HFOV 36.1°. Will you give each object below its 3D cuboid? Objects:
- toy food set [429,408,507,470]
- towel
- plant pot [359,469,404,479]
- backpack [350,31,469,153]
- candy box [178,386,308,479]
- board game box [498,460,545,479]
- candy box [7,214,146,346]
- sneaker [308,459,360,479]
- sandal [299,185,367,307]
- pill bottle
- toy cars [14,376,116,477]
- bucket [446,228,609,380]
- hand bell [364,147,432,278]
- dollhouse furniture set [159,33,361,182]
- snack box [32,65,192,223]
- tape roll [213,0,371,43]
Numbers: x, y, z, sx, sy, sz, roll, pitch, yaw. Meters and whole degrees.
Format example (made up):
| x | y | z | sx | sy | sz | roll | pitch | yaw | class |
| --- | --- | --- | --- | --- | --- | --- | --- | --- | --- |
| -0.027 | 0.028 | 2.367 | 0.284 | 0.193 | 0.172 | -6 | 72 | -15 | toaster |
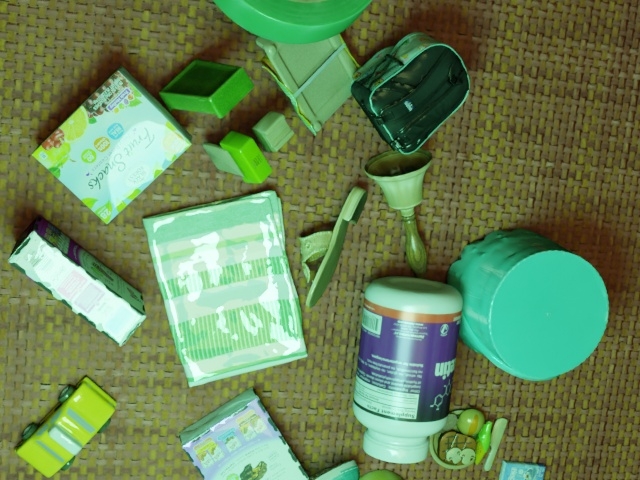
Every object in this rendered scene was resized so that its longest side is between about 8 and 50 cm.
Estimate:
| x | y | z | sx | sy | sz | roll | pitch | yaw | class |
| --- | --- | --- | --- | --- | --- | --- | --- | --- | --- |
| 0.277 | 0.395 | 1.949 | 0.192 | 0.038 | 0.132 | 14 | 97 | -15 | toy food set |
| -0.164 | 0.088 | 1.789 | 0.248 | 0.038 | 0.325 | -14 | 103 | -10 | towel |
| 0.125 | 0.527 | 1.908 | 0.134 | 0.095 | 0.134 | -2 | 100 | -13 | plant pot |
| 0.161 | -0.272 | 1.737 | 0.188 | 0.144 | 0.166 | -39 | 125 | 2 | backpack |
| -0.143 | 0.404 | 1.834 | 0.165 | 0.070 | 0.196 | -32 | 105 | -6 | candy box |
| 0.409 | 0.499 | 2.010 | 0.090 | 0.020 | 0.090 | 8 | 98 | -13 | board game box |
| -0.409 | 0.066 | 1.662 | 0.233 | 0.159 | 0.071 | 40 | 91 | -16 | candy box |
| -0.037 | 0.531 | 1.836 | 0.302 | 0.108 | 0.121 | -32 | 84 | -16 | sneaker |
| 0.001 | 0.001 | 1.806 | 0.079 | 0.088 | 0.240 | 25 | 86 | 15 | sandal |
| 0.157 | 0.237 | 1.818 | 0.181 | 0.181 | 0.323 | 3 | 100 | -14 | pill bottle |
| -0.553 | 0.351 | 1.717 | 0.394 | 0.087 | 0.176 | -6 | 101 | -12 | toy cars |
| 0.391 | 0.120 | 1.851 | 0.281 | 0.183 | 0.281 | -2 | 101 | -13 | bucket |
| 0.167 | -0.038 | 1.827 | 0.126 | 0.126 | 0.242 | -19 | 117 | -9 | hand bell |
| -0.094 | -0.272 | 1.726 | 0.301 | 0.151 | 0.197 | -48 | 127 | -21 | dollhouse furniture set |
| -0.350 | -0.162 | 1.665 | 0.207 | 0.070 | 0.174 | -41 | 107 | 9 | snack box |
| -0.047 | -0.490 | 1.630 | 0.321 | 0.077 | 0.321 | 5 | 76 | -18 | tape roll |
